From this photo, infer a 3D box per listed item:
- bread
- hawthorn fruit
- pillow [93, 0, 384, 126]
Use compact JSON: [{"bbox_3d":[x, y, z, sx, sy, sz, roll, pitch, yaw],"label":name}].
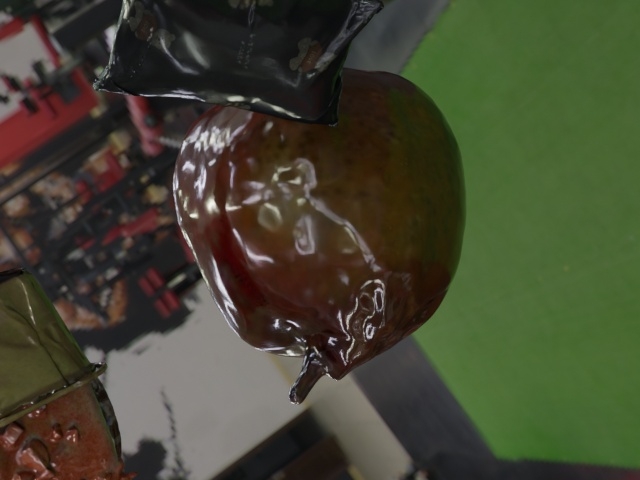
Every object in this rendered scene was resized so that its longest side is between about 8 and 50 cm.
[{"bbox_3d":[-0.229,0.130,0.862,0.224,0.142,0.211,-9,102,60],"label":"bread"},{"bbox_3d":[0.000,0.000,0.855,0.208,0.208,0.248,73,-168,-58],"label":"hawthorn fruit"},{"bbox_3d":[-0.047,-0.115,0.695,0.048,0.150,0.090,-124,43,-65],"label":"pillow"}]
